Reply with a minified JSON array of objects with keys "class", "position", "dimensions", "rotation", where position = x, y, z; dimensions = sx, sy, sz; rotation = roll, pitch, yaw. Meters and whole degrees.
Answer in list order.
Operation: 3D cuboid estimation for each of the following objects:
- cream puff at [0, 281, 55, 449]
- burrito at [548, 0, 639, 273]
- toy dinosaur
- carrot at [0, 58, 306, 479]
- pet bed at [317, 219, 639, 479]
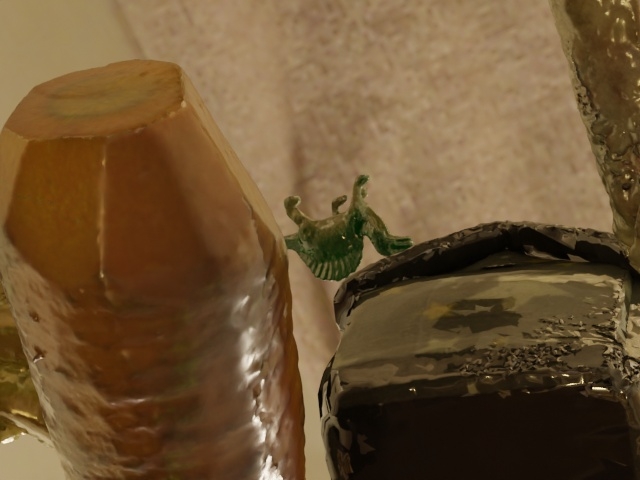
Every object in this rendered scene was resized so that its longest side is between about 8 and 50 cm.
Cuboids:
[{"class":"cream puff","position":[-0.255,0.065,1.611],"dimensions":[0.323,0.274,0.270],"rotation":[-4,170,19]},{"class":"burrito","position":[0.135,-0.061,0.742],"dimensions":[0.051,0.171,0.042],"rotation":[3,-149,43]},{"class":"toy dinosaur","position":[0.001,0.000,1.054],"dimensions":[0.120,0.060,0.029],"rotation":[-18,154,25]},{"class":"carrot","position":[-0.058,0.074,0.700],"dimensions":[0.114,0.301,0.114],"rotation":[-7,-149,4]},{"class":"pet bed","position":[0.105,0.110,0.879],"dimensions":[0.183,0.210,0.159],"rotation":[-8,-153,21]}]
